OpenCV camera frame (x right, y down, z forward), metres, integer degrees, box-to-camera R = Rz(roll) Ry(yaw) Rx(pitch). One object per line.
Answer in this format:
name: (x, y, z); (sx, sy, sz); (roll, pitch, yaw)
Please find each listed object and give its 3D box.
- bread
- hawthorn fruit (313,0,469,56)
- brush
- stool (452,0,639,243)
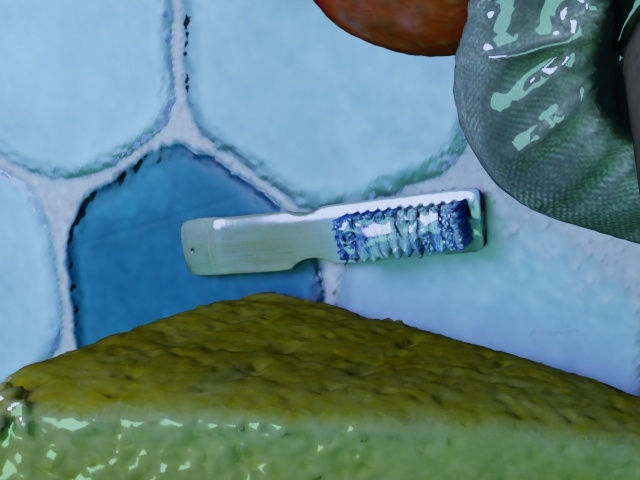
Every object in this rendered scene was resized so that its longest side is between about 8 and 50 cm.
bread: (0.053, 0.174, 0.648); (0.361, 0.245, 0.233); (9, 104, 29)
hawthorn fruit: (0.049, -0.162, 0.618); (0.200, 0.179, 0.179); (-14, 94, 44)
brush: (0.000, 0.000, 0.752); (0.178, 0.030, 0.033); (-6, 108, 27)
stool: (0.235, -0.091, 0.443); (0.310, 0.226, 0.310); (12, 111, -14)
